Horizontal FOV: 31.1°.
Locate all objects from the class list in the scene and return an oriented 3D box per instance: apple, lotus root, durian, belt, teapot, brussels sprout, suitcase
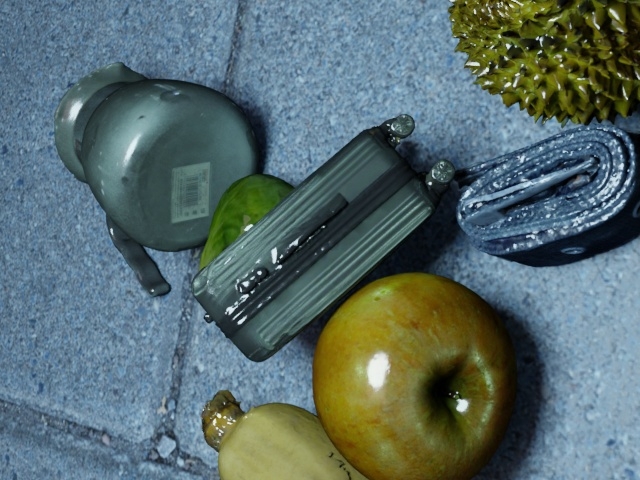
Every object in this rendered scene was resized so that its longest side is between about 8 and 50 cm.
[{"bbox_3d":[0.098,0.150,1.241,0.207,0.237,0.236,1,81,65],"label":"apple"},{"bbox_3d":[-0.022,0.285,1.359,0.303,0.131,0.146,31,78,38],"label":"lotus root"},{"bbox_3d":[0.278,-0.246,1.167,0.293,0.258,0.258,-33,62,25],"label":"durian"},{"bbox_3d":[0.247,-0.046,1.209,0.218,0.128,0.122,-21,68,35],"label":"belt"},{"bbox_3d":[-0.231,-0.104,1.600,0.223,0.305,0.285,-40,42,-17],"label":"teapot"},{"bbox_3d":[-0.081,0.005,1.461,0.145,0.131,0.183,9,83,45],"label":"brussels sprout"},{"bbox_3d":[0.000,0.000,1.293,0.312,0.202,0.128,-41,92,-4],"label":"suitcase"}]
